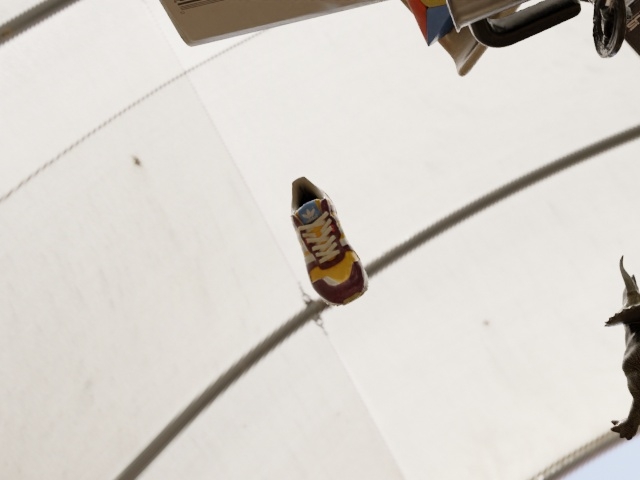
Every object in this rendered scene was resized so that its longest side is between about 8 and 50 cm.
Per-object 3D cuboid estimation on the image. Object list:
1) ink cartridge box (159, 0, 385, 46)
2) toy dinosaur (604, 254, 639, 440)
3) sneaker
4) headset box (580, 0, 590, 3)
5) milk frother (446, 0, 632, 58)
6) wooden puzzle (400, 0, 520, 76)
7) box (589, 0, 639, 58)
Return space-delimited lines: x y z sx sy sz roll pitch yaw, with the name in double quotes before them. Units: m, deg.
"ink cartridge box" 0.023 -0.309 0.666 0.130 0.271 0.309 56 -149 -51
"toy dinosaur" 0.414 0.160 1.100 0.121 0.313 0.160 -15 -55 -29
"sneaker" 0.000 0.000 1.193 0.069 0.185 0.084 -28 -49 2
"headset box" 0.326 -0.479 1.492 0.110 0.293 0.218 5 -74 -22
"milk frother" 0.175 -0.208 0.833 0.134 0.143 0.129 -20 -59 11
"wooden puzzle" 0.123 -0.405 1.250 0.080 0.322 0.348 -33 -99 -23
"box" 0.391 -0.211 1.118 0.056 0.231 0.183 -41 -80 20
